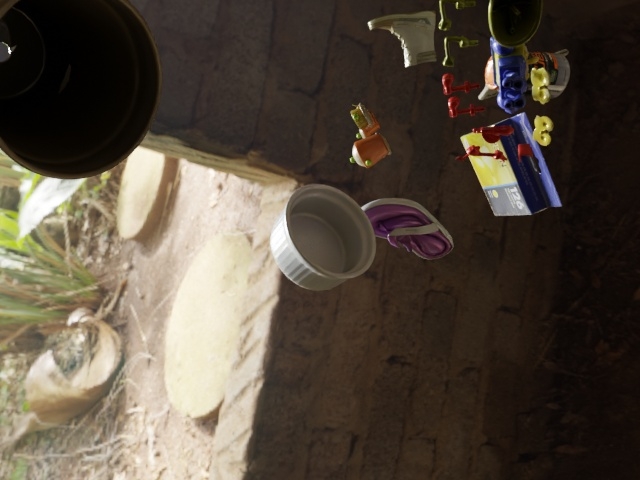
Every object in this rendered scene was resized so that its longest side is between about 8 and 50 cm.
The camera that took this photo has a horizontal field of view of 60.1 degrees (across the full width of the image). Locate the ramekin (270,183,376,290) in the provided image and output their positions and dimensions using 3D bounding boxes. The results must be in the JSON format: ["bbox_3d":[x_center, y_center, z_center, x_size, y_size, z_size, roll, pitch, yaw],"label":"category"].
[{"bbox_3d":[0.000,0.000,1.483,0.135,0.277,0.277,-43,44,47],"label":"ramekin"}]

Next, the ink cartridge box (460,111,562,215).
[{"bbox_3d":[0.594,-0.225,1.752,0.304,0.072,0.307,66,171,-5],"label":"ink cartridge box"}]

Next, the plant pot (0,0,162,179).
[{"bbox_3d":[-0.489,-0.300,0.958,0.280,0.323,0.323,26,100,30],"label":"plant pot"}]

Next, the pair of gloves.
[{"bbox_3d":[0.625,-0.523,1.726,0.204,0.240,0.042,65,-174,-84],"label":"pair of gloves"}]

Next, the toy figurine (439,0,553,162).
[{"bbox_3d":[0.347,-0.361,1.101,0.191,0.363,0.217,-5,38,21],"label":"toy figurine"}]

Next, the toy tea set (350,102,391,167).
[{"bbox_3d":[0.147,-0.347,1.886,0.124,0.336,0.200,-27,92,14],"label":"toy tea set"}]

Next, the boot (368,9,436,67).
[{"bbox_3d":[0.262,-0.636,1.759,0.077,0.213,0.165,-79,-16,-70],"label":"boot"}]

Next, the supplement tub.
[{"bbox_3d":[0.537,-0.435,1.443,0.117,0.190,0.117,179,90,-75],"label":"supplement tub"}]

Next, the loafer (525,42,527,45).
[{"bbox_3d":[0.571,-0.594,1.656,0.170,0.061,0.062,-143,72,-82],"label":"loafer"}]

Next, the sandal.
[{"bbox_3d":[0.284,-0.019,1.694,0.169,0.416,0.102,-41,46,31],"label":"sandal"}]
